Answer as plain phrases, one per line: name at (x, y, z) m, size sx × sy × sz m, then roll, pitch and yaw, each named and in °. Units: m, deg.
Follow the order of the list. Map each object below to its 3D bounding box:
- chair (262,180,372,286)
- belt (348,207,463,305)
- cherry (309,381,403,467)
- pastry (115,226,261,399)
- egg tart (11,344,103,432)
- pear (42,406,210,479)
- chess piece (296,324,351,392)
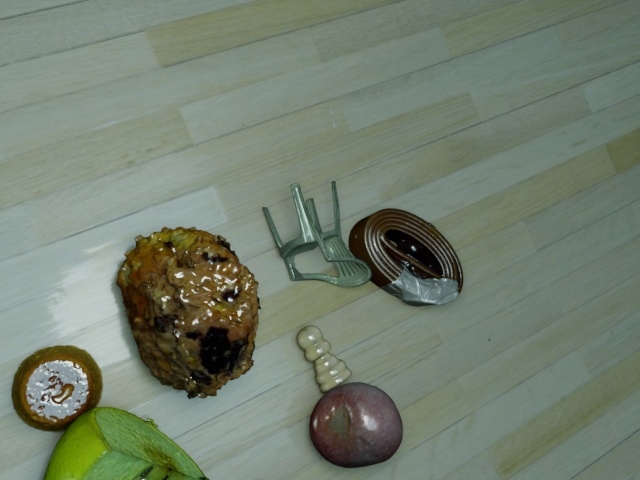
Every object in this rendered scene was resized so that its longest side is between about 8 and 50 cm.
chair at (0.000, 0.000, 1.730) m, size 0.190 × 0.203 × 0.275 m, roll -10°, pitch 80°, yaw -34°
belt at (0.243, 0.053, 1.856) m, size 0.338 × 0.122 × 0.217 m, roll 36°, pitch 69°, yaw -12°
cherry at (0.099, 0.468, 1.690) m, size 0.239 × 0.239 × 0.206 m, roll -15°, pitch 64°, yaw -23°
pastry at (-0.284, 0.152, 1.519) m, size 0.292 × 0.337 × 0.405 m, roll -17°, pitch 88°, yaw -30°
egg tart at (-0.580, 0.333, 1.474) m, size 0.202 × 0.147 × 0.203 m, roll 3°, pitch 82°, yaw -23°
pear at (-0.469, 0.549, 1.441) m, size 0.318 × 0.238 × 0.342 m, roll -53°, pitch 136°, yaw -6°
chess piece at (-0.001, 0.302, 1.740) m, size 0.094 × 0.094 × 0.171 m, roll -33°, pitch 91°, yaw -23°
